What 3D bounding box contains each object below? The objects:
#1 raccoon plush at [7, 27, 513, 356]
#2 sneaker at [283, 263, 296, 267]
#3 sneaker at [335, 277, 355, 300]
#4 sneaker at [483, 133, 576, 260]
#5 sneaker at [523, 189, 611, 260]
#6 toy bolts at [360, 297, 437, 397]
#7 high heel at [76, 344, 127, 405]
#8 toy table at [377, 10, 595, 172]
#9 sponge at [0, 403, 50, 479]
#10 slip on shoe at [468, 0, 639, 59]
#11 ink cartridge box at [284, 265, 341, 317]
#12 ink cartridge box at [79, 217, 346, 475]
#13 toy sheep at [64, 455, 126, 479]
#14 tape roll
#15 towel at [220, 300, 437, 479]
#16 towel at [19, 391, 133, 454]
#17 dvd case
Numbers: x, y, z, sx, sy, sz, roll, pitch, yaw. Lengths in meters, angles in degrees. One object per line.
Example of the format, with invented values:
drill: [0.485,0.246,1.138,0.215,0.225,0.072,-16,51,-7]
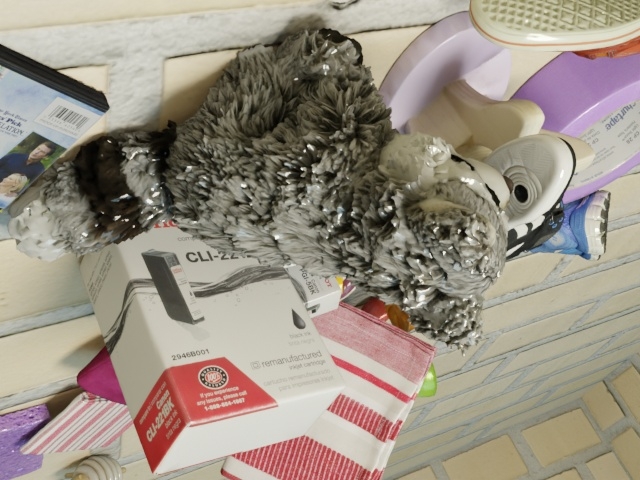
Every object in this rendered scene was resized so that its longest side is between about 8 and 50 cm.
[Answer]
raccoon plush: [-0.043,0.011,0.719,0.446,0.299,0.216,-29,141,4]
sneaker: [0.000,0.000,1.050,0.162,0.063,0.073,-24,157,-6]
sneaker: [-0.019,0.068,1.145,0.185,0.069,0.084,-31,157,5]
sneaker: [0.220,-0.048,0.807,0.121,0.079,0.217,-17,158,-27]
sneaker: [0.412,-0.036,1.325,0.147,0.129,0.330,7,178,19]
toy bolts: [0.064,0.160,1.290,0.158,0.228,0.218,-14,106,-17]
high heel: [-0.231,0.233,1.202,0.181,0.127,0.377,-23,144,-6]
toy table: [0.170,-0.110,0.901,0.252,0.161,0.274,-25,153,-5]
sponge: [-0.492,0.325,1.211,0.117,0.031,0.210,-11,149,-31]
slip on shoe: [0.288,-0.239,0.834,0.331,0.123,0.101,-16,156,-32]
ink cartridge box: [-0.052,0.064,1.073,0.135,0.099,0.056,-19,152,-18]
ink cartridge box: [-0.128,0.093,0.865,0.197,0.273,0.114,-5,142,-38]
toy sheep: [-0.414,0.441,1.437,0.091,0.091,0.132,-42,164,27]
tape roll: [0.375,-0.163,1.075,0.275,0.090,0.275,-22,153,-12]
towel: [0.008,0.262,1.190,0.329,0.237,0.037,-66,169,2]
towel: [-0.362,0.285,1.229,0.144,0.029,0.197,-41,156,13]
dvd case: [-0.329,-0.071,0.659,0.253,0.022,0.180,-37,151,19]
